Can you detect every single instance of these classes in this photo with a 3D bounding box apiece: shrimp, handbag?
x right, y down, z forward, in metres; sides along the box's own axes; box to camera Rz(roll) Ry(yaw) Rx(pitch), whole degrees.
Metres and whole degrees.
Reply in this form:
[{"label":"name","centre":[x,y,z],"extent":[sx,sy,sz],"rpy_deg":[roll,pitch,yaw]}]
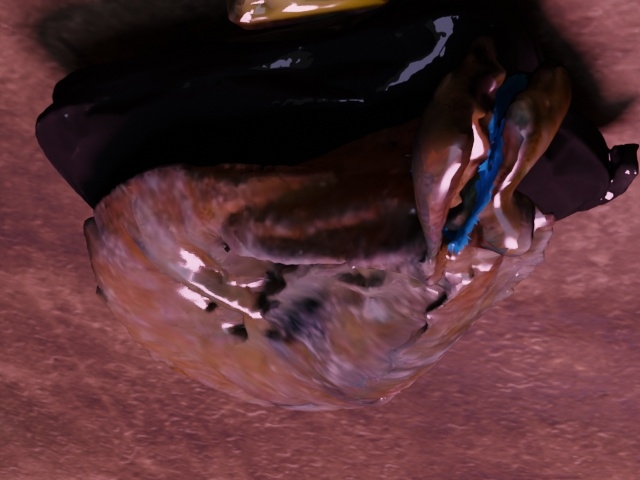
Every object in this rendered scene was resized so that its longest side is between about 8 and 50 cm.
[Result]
[{"label":"shrimp","centre":[0.000,0.000,0.927],"extent":[0.221,0.110,0.446],"rpy_deg":[29,151,-14]},{"label":"handbag","centre":[0.006,-0.058,0.975],"extent":[0.332,0.075,0.191],"rpy_deg":[-10,141,28]}]

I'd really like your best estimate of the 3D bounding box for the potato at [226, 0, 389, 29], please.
[{"label":"potato","centre":[0.085,-0.246,0.601],"extent":[0.280,0.212,0.330],"rpy_deg":[-12,169,-8]}]
